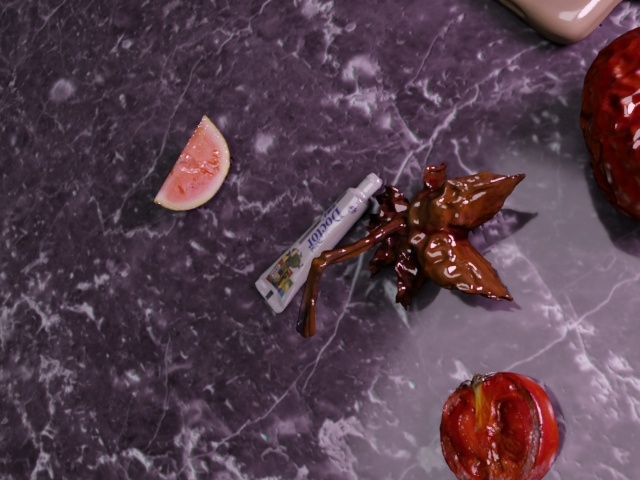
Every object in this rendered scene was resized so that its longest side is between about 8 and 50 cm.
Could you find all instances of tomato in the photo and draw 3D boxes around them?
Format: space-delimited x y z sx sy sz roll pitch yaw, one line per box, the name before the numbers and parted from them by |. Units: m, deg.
tomato | 0.226 0.231 0.786 0.159 0.091 0.139 -36 53 41

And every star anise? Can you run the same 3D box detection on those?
star anise | 0.113 0.021 0.854 0.346 0.148 0.237 -32 64 3

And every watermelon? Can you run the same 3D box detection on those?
watermelon | -0.207 -0.120 1.071 0.163 0.087 0.069 -58 33 0

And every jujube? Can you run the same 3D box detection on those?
jujube | 0.411 -0.135 0.737 0.213 0.213 0.232 -14 74 20

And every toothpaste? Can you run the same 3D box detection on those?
toothpaste | 0.000 0.000 0.969 0.255 0.037 0.067 -47 64 11

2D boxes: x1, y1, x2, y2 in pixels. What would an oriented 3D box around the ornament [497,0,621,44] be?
ornament | 0.387 -0.361 0.872 0.230 0.061 0.245 -44 64 6
